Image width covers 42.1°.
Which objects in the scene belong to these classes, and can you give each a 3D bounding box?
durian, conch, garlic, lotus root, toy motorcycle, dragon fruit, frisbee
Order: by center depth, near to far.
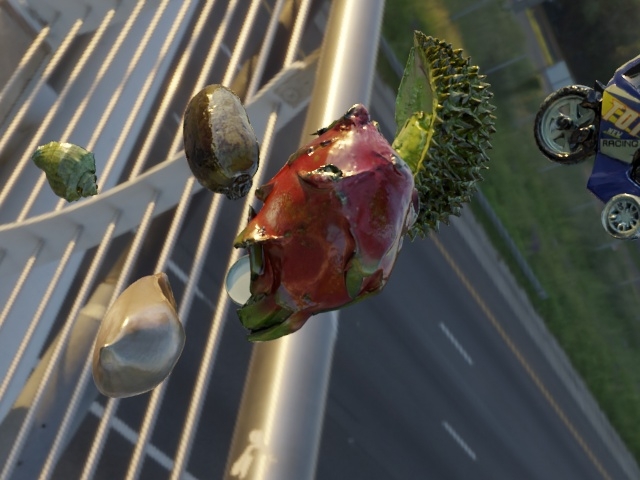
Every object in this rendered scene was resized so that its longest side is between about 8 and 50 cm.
[{"bbox_3d":[0.333,-0.075,0.765,0.113,0.168,0.315,6,35,-44],"label":"toy motorcycle"},{"bbox_3d":[-0.009,-0.015,0.935,0.198,0.269,0.200,16,52,-45],"label":"dragon fruit"},{"bbox_3d":[-0.126,-0.124,1.024,0.081,0.089,0.179,22,38,-46],"label":"lotus root"},{"bbox_3d":[-0.240,0.129,1.131,0.318,0.112,0.143,-124,-139,-76],"label":"garlic"},{"bbox_3d":[-0.399,-0.112,1.322,0.121,0.089,0.074,37,-5,-1],"label":"conch"},{"bbox_3d":[0.180,-0.147,1.378,0.158,0.355,0.169,-2,29,-45],"label":"durian"},{"bbox_3d":[-0.120,0.073,1.512,0.014,0.110,0.110,70,15,-58],"label":"frisbee"}]
